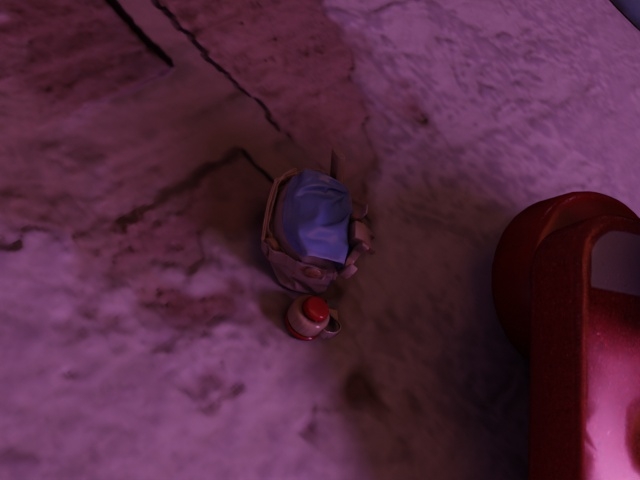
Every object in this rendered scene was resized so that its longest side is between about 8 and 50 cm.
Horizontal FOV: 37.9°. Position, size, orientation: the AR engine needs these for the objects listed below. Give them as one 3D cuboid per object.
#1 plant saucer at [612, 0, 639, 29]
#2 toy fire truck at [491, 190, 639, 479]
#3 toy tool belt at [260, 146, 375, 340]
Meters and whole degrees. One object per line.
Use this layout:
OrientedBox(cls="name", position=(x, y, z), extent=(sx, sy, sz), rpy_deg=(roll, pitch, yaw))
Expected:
OrientedBox(cls="plant saucer", position=(0.361, -0.269, 0.893), extent=(0.317, 0.044, 0.317), rpy_deg=(18, 50, -23))
OrientedBox(cls="toy fire truck", position=(0.221, 0.101, 0.461), extent=(0.302, 0.169, 0.254), rpy_deg=(12, 76, -26))
OrientedBox(cls="toy tool belt", position=(0.000, 0.000, 0.441), extent=(0.052, 0.051, 0.083), rpy_deg=(14, 51, -25))
